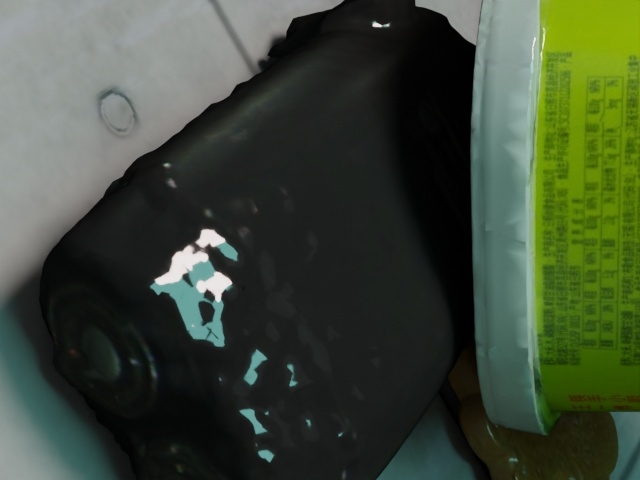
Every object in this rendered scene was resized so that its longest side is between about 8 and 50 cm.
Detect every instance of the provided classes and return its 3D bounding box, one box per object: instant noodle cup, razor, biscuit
[{"bbox_3d":[0.252,-0.035,0.768,0.294,0.308,0.294,2,90,-73],"label":"instant noodle cup"},{"bbox_3d":[0.004,-0.002,0.745,0.189,0.107,0.327,59,39,-16],"label":"razor"},{"bbox_3d":[0.131,0.105,0.907,0.162,0.035,0.250,14,60,-40],"label":"biscuit"}]
